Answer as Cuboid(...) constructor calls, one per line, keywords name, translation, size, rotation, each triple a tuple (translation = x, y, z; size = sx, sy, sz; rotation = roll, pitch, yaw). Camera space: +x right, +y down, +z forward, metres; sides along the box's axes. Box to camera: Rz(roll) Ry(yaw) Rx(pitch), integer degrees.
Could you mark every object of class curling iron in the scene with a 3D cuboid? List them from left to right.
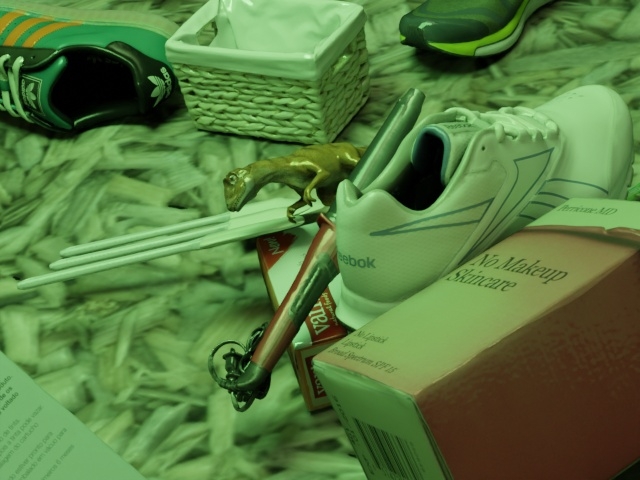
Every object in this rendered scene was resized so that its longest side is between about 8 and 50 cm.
Cuboid(name="curling iron", translation=(0.000, 0.000, 1.124), size=(0.068, 0.035, 0.274), rotation=(12, 67, 56))

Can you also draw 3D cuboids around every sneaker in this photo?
Cuboid(name="sneaker", translation=(-0.288, -0.171, 1.558), size=(0.302, 0.108, 0.121), rotation=(0, 31, 13))
Cuboid(name="sneaker", translation=(0.177, -0.282, 1.571), size=(0.111, 0.121, 0.300), rotation=(17, 43, 36))
Cuboid(name="sneaker", translation=(0.126, -0.043, 1.117), size=(0.111, 0.129, 0.297), rotation=(22, 46, 40))

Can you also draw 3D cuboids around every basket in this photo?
Cuboid(name="basket", translation=(-0.044, -0.163, 1.480), size=(0.167, 0.103, 0.113), rotation=(9, 39, 28))

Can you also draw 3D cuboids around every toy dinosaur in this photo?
Cuboid(name="toy dinosaur", translation=(0.021, -0.058, 1.217), size=(0.211, 0.064, 0.112), rotation=(-14, 45, -43))

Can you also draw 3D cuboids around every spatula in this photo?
Cuboid(name="spatula", translation=(-0.119, 0.001, 1.291), size=(0.242, 0.019, 0.168), rotation=(-13, 11, 9))

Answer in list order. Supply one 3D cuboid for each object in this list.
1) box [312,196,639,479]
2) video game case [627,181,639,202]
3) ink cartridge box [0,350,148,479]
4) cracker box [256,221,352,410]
Cuboid(name="box", translation=(0.138, 0.081, 1.006), size=(0.232, 0.127, 0.148), rotation=(-31, 17, -20))
Cuboid(name="video game case", translation=(0.334, -0.038, 1.206), size=(0.212, 0.023, 0.193), rotation=(-30, 24, -18))
Cuboid(name="ink cartridge box", translation=(-0.281, 0.184, 0.907), size=(0.330, 0.071, 0.324), rotation=(41, 47, -2))
Cuboid(name="cracker box", translation=(0.079, 0.032, 1.194), size=(0.232, 0.067, 0.156), rotation=(-16, 34, -5))
